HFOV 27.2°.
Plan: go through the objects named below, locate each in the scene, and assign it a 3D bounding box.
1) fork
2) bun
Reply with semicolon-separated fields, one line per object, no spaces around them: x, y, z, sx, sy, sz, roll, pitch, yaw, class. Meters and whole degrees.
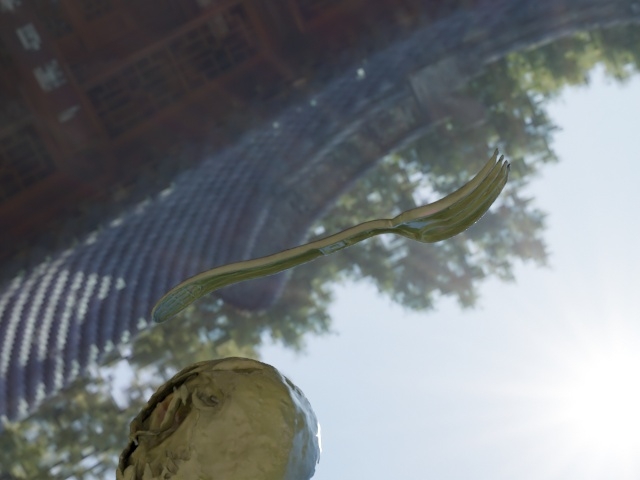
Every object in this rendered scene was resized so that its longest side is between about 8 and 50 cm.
0.002;0.006;0.718;0.219;0.028;0.034;-22;157;16;fork
-0.128;0.233;1.419;0.259;0.152;0.259;-33;-152;20;bun
